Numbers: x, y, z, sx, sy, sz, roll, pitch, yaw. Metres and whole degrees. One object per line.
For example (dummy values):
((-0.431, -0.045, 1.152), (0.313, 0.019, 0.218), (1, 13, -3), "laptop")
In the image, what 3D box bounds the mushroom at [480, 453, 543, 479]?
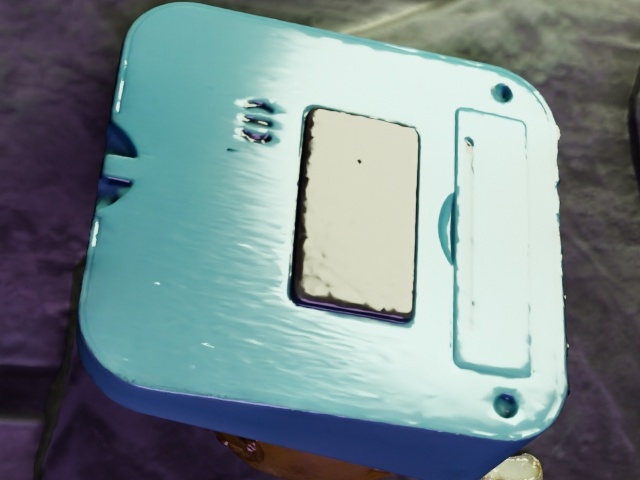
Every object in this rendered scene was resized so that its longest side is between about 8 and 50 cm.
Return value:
((0.117, 0.249, 0.909), (0.059, 0.054, 0.202), (12, 106, -20), "mushroom")

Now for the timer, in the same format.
((0.000, 0.000, 0.668), (0.249, 0.232, 0.091), (13, 150, -14), "timer")

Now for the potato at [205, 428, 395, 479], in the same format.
((0.003, 0.076, 0.740), (0.175, 0.137, 0.137), (20, 108, -15), "potato")
